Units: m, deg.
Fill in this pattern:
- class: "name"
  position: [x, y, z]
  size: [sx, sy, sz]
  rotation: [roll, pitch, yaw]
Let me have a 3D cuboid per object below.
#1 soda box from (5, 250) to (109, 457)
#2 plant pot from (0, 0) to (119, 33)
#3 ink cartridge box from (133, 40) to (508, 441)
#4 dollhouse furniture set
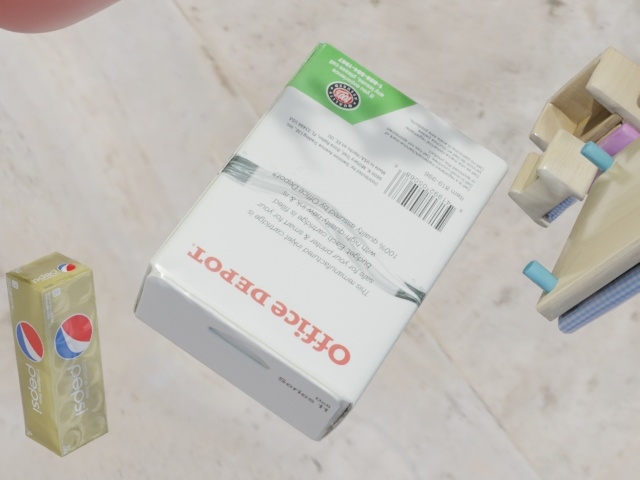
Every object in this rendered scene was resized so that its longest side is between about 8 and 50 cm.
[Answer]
- class: "soda box"
  position: [-0.245, 0.108, 1.430]
  size: [0.061, 0.058, 0.181]
  rotation: [-27, 125, -41]
- class: "plant pot"
  position: [-0.224, -0.349, 1.483]
  size: [0.275, 0.243, 0.275]
  rotation: [1, 88, -44]
- class: "ink cartridge box"
  position: [0.000, 0.000, 0.976]
  size: [0.153, 0.087, 0.208]
  rotation: [35, 61, 3]
- class: "dollhouse furniture set"
  position: [0.242, -0.007, 0.858]
  size: [0.198, 0.286, 0.303]
  rotation: [39, 47, -7]
